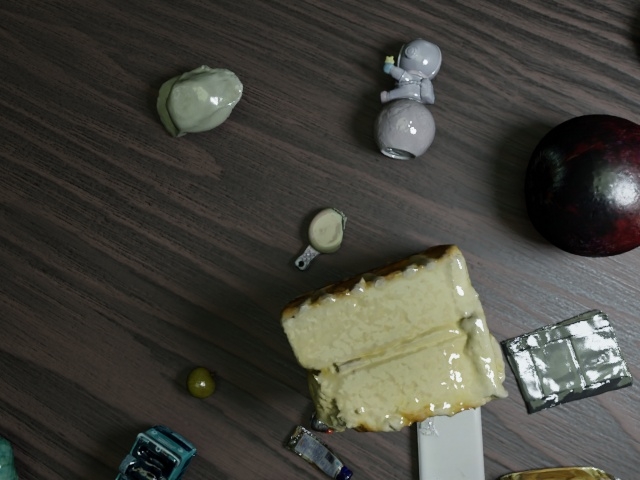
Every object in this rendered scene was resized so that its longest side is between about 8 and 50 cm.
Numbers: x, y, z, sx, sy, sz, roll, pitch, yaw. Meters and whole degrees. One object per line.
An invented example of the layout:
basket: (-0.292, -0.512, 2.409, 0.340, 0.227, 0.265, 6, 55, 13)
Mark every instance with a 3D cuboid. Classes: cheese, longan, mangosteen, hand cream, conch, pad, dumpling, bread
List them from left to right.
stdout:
conch: (-0.833, 0.577, 1.348, 0.202, 0.134, 0.196, 35, 89, 11)
dumpling: (-0.305, -0.352, 1.368, 0.250, 0.132, 0.163, -20, 89, 22)
longan: (-0.282, 0.339, 1.319, 0.083, 0.075, 0.075, -25, 77, -36)
hand cream: (0.000, 0.500, 1.269, 0.163, 0.039, 0.062, 33, 92, 17)
cheese: (0.007, 0.002, 1.314, 0.092, 0.047, 0.171, 21, 87, 14)
bread: (0.144, 0.182, 1.111, 0.370, 0.390, 0.280, -18, 89, 5)
bread: (0.498, 0.556, 1.141, 0.241, 0.107, 0.136, -8, 85, 9)
pad: (0.542, 0.269, 1.209, 0.232, 0.022, 0.174, -21, 82, 8)
mangosteen: (0.575, -0.104, 1.116, 0.300, 0.300, 0.301, -1, 84, 9)

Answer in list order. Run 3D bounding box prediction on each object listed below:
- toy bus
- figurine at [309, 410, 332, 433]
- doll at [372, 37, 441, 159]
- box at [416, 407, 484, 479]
toy bus: (-0.401, 0.563, 1.270, 0.128, 0.147, 0.256, 29, 94, 10)
figurine: (0.009, 0.393, 1.275, 0.059, 0.047, 0.106, 15, 78, -31)
doll: (0.210, -0.336, 1.273, 0.150, 0.151, 0.287, 12, 83, 11)
box: (0.286, 0.443, 1.221, 0.142, 0.044, 0.285, -2, 83, 7)
